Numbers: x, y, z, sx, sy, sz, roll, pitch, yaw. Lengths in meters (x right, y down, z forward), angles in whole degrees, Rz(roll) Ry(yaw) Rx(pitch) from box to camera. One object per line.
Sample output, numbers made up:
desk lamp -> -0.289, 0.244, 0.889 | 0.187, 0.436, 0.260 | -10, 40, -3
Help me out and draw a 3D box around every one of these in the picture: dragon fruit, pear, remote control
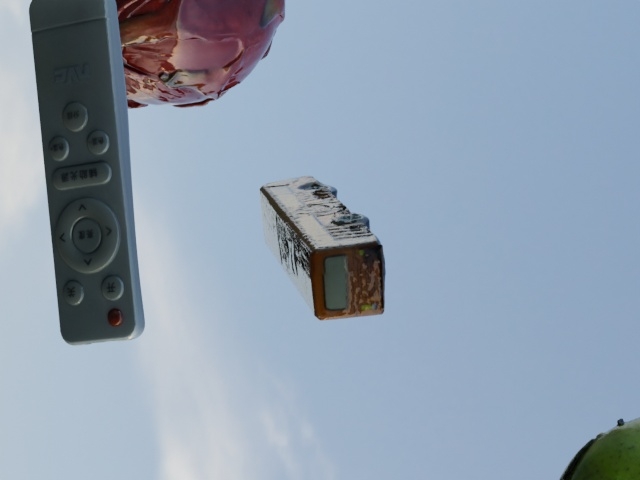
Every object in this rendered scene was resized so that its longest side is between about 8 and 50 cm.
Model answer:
dragon fruit -> -0.115, -0.183, 1.181 | 0.209, 0.172, 0.172 | -52, 175, -48
pear -> 0.429, 0.393, 1.954 | 0.292, 0.159, 0.292 | 46, -33, 43
remote control -> -0.118, -0.039, 0.801 | 0.050, 0.027, 0.184 | -7, -94, 26

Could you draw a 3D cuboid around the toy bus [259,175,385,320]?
toy bus -> 0.000, 0.000, 1.786 | 0.409, 0.092, 0.093 | -132, -145, -75
